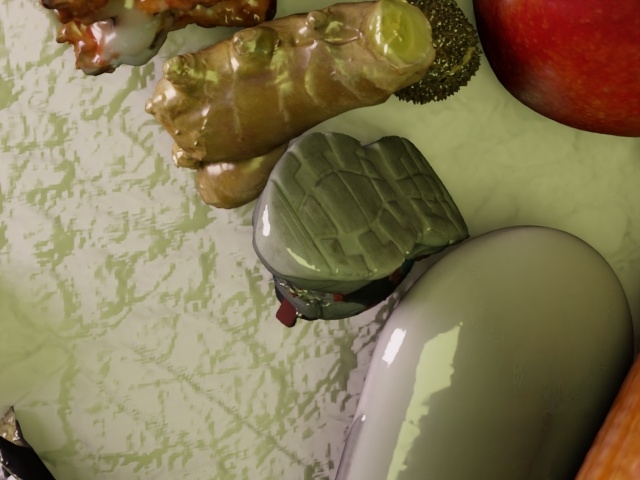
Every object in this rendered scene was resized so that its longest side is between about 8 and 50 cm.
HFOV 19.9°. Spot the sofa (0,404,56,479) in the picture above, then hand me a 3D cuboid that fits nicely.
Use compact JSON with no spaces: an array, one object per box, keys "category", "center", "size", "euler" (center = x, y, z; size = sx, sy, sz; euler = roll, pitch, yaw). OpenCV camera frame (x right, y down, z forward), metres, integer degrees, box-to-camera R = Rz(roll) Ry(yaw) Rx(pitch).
[{"category":"sofa","center":[-0.174,0.262,1.167],"size":[0.258,0.182,0.200],"euler":[41,93,-14]}]

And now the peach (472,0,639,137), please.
[{"category":"peach","center":[0.214,-0.190,1.149],"size":[0.248,0.245,0.274],"euler":[41,104,14]}]

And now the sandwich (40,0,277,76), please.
[{"category":"sandwich","center":[-0.093,-0.219,1.135],"size":[0.292,0.109,0.212],"euler":[-11,111,-2]}]

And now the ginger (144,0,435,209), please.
[{"category":"ginger","center":[-0.031,-0.100,1.145],"size":[0.205,0.081,0.115],"euler":[-37,107,28]}]

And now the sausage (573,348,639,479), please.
[{"category":"sausage","center":[0.281,0.169,1.158],"size":[0.233,0.233,0.287],"euler":[29,80,-13]}]

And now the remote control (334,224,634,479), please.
[{"category":"remote control","center":[0.104,0.149,1.210],"size":[0.221,0.103,0.332],"euler":[9,100,-38]}]

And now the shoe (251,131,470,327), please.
[{"category":"shoe","center":[0.000,0.001,1.151],"size":[0.125,0.227,0.099],"euler":[-35,79,27]}]

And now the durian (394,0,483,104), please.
[{"category":"durian","center":[0.061,-0.126,1.192],"size":[0.080,0.091,0.080],"euler":[2,88,-46]}]
